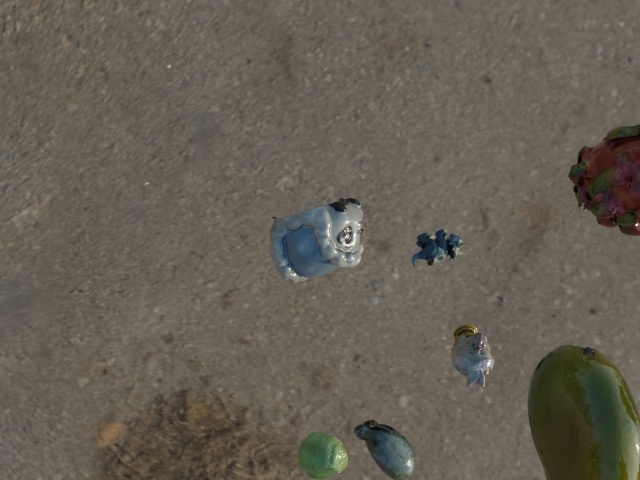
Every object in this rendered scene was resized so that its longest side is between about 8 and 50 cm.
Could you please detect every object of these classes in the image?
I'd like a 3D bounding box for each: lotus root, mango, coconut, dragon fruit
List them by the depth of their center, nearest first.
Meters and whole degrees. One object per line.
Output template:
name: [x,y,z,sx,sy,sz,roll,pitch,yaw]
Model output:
mango: [0.275,0.201,0.895,0.085,0.122,0.191,-12,86,-38]
coconut: [0.000,0.391,1.588,0.088,0.096,0.088,6,83,-56]
lotus root: [0.140,0.430,1.804,0.165,0.088,0.088,49,65,-13]
dragon fruit: [0.702,-0.129,1.920,0.231,0.302,0.237,13,89,-58]

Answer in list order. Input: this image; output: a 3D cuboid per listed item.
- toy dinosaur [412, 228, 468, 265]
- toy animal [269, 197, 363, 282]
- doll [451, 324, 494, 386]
toy dinosaur: [0.168,0.013,1.255,0.083,0.030,0.047,-11,53,-9]
toy animal: [0.000,0.000,1.882,0.208,0.204,0.156,-22,98,-68]
doll: [0.275,0.202,1.564,0.073,0.084,0.127,9,37,-12]
